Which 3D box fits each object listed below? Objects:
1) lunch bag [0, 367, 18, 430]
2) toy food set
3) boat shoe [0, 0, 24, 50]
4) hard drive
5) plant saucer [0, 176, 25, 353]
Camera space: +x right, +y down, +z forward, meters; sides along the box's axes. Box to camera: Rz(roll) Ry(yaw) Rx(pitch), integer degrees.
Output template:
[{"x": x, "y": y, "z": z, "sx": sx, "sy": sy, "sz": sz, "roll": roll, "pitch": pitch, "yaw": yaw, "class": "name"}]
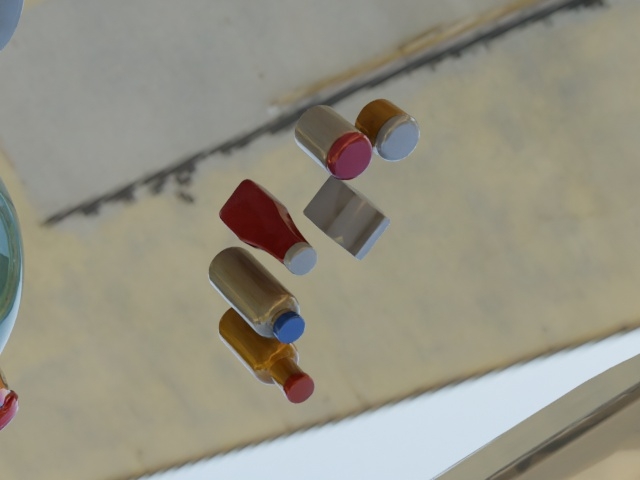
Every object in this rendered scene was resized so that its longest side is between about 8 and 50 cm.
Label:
[{"x": -0.468, "y": 0.182, "z": 1.577, "sx": 0.293, "sy": 0.120, "sz": 0.258, "roll": -9, "pitch": -162, "yaw": 32, "class": "lunch bag"}, {"x": 0.000, "y": 0.000, "z": 1.225, "sx": 0.232, "sy": 0.111, "sz": 0.104, "roll": -52, "pitch": -135, "yaw": 5, "class": "toy food set"}, {"x": -0.354, "y": -0.334, "z": 1.656, "sx": 0.113, "sy": 0.306, "sz": 0.105, "roll": 1, "pitch": -144, "yaw": 0, "class": "boat shoe"}, {"x": 0.133, "y": 0.113, "z": 0.865, "sx": 0.233, "sy": 0.047, "sz": 0.353, "roll": -29, "pitch": 173, "yaw": -15, "class": "hard drive"}, {"x": -0.243, "y": 0.010, "z": 1.069, "sx": 0.037, "sy": 0.195, "sz": 0.195, "roll": -5, "pitch": -148, "yaw": 24, "class": "plant saucer"}]
